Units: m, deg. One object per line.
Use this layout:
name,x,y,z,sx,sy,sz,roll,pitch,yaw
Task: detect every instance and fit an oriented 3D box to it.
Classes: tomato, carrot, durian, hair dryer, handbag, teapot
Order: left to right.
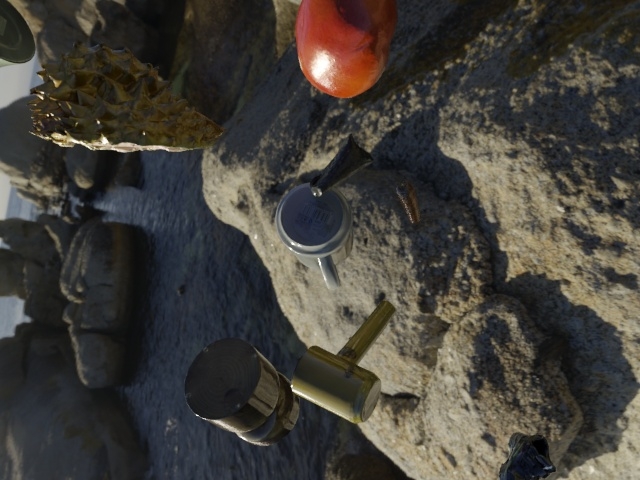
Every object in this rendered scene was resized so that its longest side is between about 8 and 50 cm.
teapot,-0.750,-0.435,0.929,0.149,0.162,0.239,-14,50,17
durian,-0.288,-0.183,0.659,0.195,0.305,0.185,-117,39,-54
handbag,0.040,-0.185,1.135,0.175,0.088,0.270,-44,9,3
tomato,0.045,-0.426,0.876,0.260,0.180,0.259,179,90,-73
hair dryer,0.080,0.205,0.804,0.135,0.279,0.090,15,125,30
carrot,0.165,-0.070,0.797,0.032,0.093,0.032,-17,42,16

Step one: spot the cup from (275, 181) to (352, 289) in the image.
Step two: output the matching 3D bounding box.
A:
cup,0.000,0.000,1.423,0.327,0.237,0.322,68,-173,-77

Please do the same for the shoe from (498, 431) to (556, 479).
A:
shoe,0.431,0.459,0.872,0.071,0.169,0.099,41,136,1

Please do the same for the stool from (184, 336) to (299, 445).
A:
stool,-0.173,0.360,1.005,0.179,0.264,0.179,-10,53,13
